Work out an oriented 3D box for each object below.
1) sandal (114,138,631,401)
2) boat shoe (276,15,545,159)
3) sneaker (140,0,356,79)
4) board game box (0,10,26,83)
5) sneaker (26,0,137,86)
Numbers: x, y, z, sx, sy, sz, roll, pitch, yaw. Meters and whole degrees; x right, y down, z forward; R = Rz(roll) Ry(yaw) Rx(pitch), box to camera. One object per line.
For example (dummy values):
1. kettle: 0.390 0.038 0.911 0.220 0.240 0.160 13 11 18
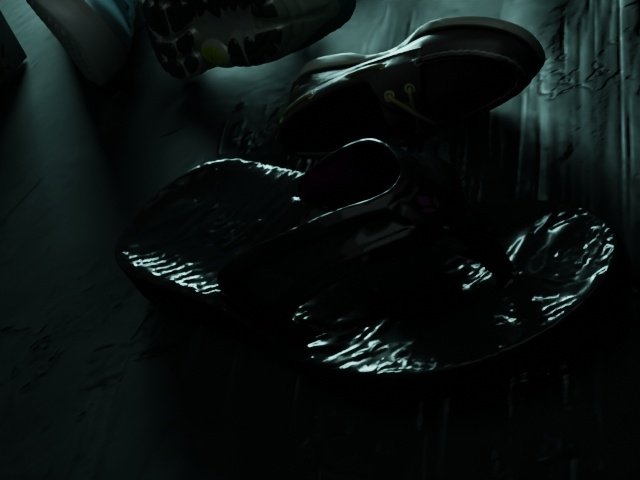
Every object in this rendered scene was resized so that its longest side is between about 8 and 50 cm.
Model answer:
1. sandal: -0.002 0.002 1.073 0.445 0.107 0.167 9 50 46
2. boat shoe: 0.062 -0.104 1.193 0.227 0.081 0.069 -10 41 43
3. sneaker: -0.075 -0.202 1.449 0.110 0.107 0.275 -21 21 -32
4. board game box: -0.473 -0.124 1.642 0.224 0.097 0.303 -7 33 34
5. sneaker: -0.224 -0.278 1.620 0.150 0.135 0.366 -37 32 2
